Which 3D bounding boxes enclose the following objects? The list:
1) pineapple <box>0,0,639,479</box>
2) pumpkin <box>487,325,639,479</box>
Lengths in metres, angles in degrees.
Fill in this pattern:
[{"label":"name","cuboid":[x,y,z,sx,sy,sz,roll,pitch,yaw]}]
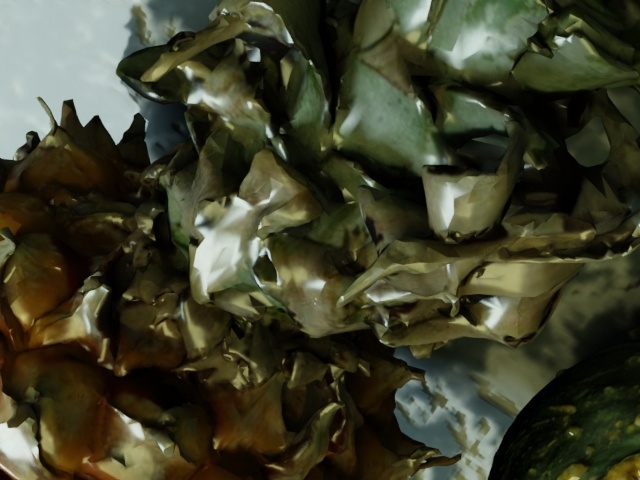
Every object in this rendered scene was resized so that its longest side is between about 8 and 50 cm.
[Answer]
[{"label":"pineapple","cuboid":[0.000,0.000,0.580,0.262,0.262,0.272,42,125,-5]},{"label":"pumpkin","cuboid":[0.135,0.126,0.640,0.146,0.190,0.190,-36,102,21]}]
